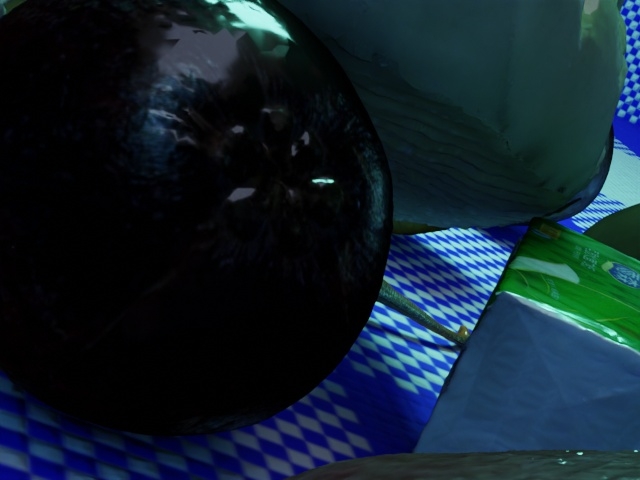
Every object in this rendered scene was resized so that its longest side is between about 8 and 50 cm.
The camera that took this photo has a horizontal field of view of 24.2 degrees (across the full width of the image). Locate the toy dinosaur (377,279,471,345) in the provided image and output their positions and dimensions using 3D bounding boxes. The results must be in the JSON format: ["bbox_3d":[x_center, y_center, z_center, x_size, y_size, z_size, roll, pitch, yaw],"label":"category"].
[{"bbox_3d":[-0.003,0.005,1.021,0.280,0.055,0.101,21,26,-31],"label":"toy dinosaur"}]

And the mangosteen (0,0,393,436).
[{"bbox_3d":[-0.082,-0.020,0.682,0.216,0.216,0.216,26,15,-7],"label":"mangosteen"}]

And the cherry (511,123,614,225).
[{"bbox_3d":[0.202,-0.099,1.499,0.195,0.195,0.195,26,15,-7],"label":"cherry"}]

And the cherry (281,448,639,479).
[{"bbox_3d":[0.081,0.159,0.397,0.239,0.206,0.239,-6,6,1],"label":"cherry"}]

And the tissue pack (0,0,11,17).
[{"bbox_3d":[-0.340,-0.183,0.910,0.271,0.124,0.201,20,20,-29],"label":"tissue pack"}]

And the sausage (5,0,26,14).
[{"bbox_3d":[-0.268,-0.226,1.179,0.253,0.123,0.123,10,23,-50],"label":"sausage"}]

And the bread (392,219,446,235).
[{"bbox_3d":[0.081,-0.071,1.239,0.260,0.134,0.129,5,21,27],"label":"bread"}]

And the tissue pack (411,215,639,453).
[{"bbox_3d":[0.137,0.097,0.763,0.156,0.148,0.209,27,14,6],"label":"tissue pack"}]

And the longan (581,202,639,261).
[{"bbox_3d":[0.265,0.066,1.019,0.220,0.196,0.196,28,15,2],"label":"longan"}]

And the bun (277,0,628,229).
[{"bbox_3d":[0.026,-0.152,0.878,0.360,0.211,0.359,21,-13,5],"label":"bun"}]
